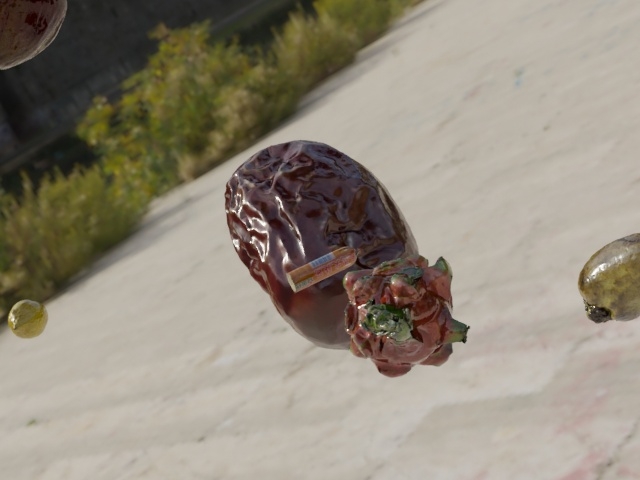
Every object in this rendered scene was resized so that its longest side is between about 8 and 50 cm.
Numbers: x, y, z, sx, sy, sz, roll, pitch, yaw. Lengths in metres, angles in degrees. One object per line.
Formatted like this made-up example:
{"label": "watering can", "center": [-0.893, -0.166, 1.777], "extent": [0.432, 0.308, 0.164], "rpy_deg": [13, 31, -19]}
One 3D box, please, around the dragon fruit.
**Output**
{"label": "dragon fruit", "center": [0.095, 0.086, 1.378], "extent": [0.137, 0.135, 0.236], "rpy_deg": [-13, -4, -5]}

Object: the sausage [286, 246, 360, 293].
{"label": "sausage", "center": [0.007, 0.036, 1.654], "extent": [0.107, 0.031, 0.031], "rpy_deg": [-24, 11, -7]}

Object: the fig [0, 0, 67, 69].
{"label": "fig", "center": [-0.541, -0.358, 2.124], "extent": [0.190, 0.290, 0.191], "rpy_deg": [4, 30, -3]}

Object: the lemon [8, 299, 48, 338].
{"label": "lemon", "center": [-0.484, 0.131, 2.000], "extent": [0.065, 0.065, 0.092], "rpy_deg": [-27, 9, 13]}

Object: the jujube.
{"label": "jujube", "center": [0.001, -0.001, 1.997], "extent": [0.276, 0.377, 0.276], "rpy_deg": [-22, -32, -15]}

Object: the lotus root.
{"label": "lotus root", "center": [0.425, 0.039, 1.623], "extent": [0.191, 0.108, 0.095], "rpy_deg": [128, 155, -49]}
